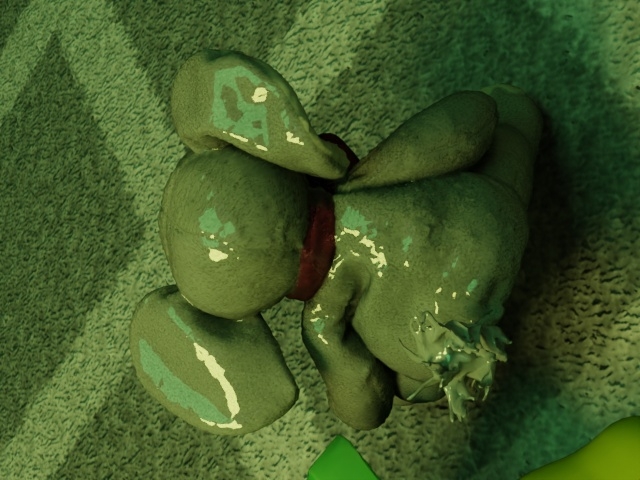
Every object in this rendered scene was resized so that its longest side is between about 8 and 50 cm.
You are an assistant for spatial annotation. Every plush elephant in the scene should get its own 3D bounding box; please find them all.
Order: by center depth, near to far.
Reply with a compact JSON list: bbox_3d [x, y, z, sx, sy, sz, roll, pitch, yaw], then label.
[{"bbox_3d":[0.000,0.000,0.894,0.330,0.255,0.272,-67,-1,-75],"label":"plush elephant"}]

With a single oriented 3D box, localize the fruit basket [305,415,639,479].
[{"bbox_3d":[0.134,0.277,0.810,0.392,0.283,0.392,-10,44,9],"label":"fruit basket"}]
